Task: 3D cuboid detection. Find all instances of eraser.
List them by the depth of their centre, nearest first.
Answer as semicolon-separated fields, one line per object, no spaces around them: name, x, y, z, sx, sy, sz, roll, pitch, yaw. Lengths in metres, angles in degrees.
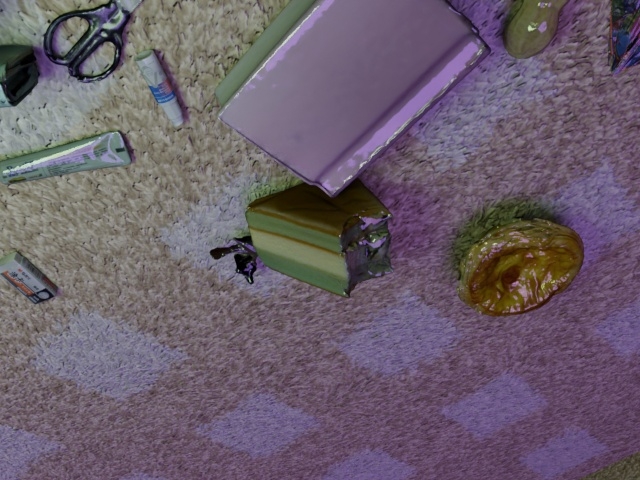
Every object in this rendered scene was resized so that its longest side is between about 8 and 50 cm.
eraser;0.045;-0.269;0.944;0.272;0.122;0.359;32;118;-30
eraser;-0.585;0.077;1.187;0.052;0.029;0.122;-22;131;9

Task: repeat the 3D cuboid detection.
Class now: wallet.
wallet;-0.540;-0.221;0.833;0.250;0.176;0.075;-7;119;-5

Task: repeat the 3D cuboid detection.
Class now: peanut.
peanut;0.352;-0.370;0.935;0.082;0.082;0.187;8;130;-17

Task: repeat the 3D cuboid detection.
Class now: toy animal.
toy animal;-0.112;0.013;1.199;0.202;0.070;0.105;-23;132;5

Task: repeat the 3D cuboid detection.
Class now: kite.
kite;0.562;-0.368;1.025;0.241;0.014;0.183;22;123;-26

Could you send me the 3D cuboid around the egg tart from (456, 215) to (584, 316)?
egg tart;0.424;0.047;1.302;0.294;0.116;0.295;-7;132;-8

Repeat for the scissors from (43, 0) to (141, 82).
scissors;-0.284;-0.348;0.872;0.300;0.022;0.109;-36;132;19

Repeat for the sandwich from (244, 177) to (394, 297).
sandwich;0.000;0.001;1.085;0.227;0.198;0.155;-16;124;-12

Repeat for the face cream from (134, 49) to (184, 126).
face cream;-0.256;-0.242;0.964;0.034;0.034;0.130;-17;133;4

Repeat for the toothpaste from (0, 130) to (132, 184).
toothpaste;-0.458;-0.132;1.021;0.255;0.037;0.067;-13;127;-4
